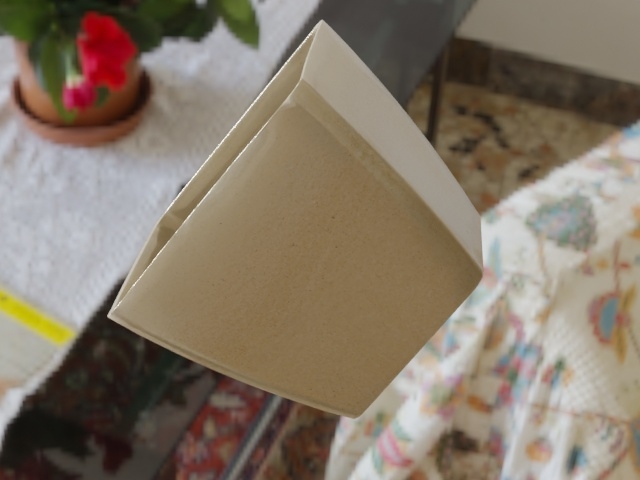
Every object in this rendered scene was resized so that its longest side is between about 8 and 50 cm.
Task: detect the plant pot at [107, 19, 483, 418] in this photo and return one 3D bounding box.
[{"bbox_3d":[0.000,0.000,0.614,0.096,0.109,0.109,39,17,-9],"label":"plant pot"}]
